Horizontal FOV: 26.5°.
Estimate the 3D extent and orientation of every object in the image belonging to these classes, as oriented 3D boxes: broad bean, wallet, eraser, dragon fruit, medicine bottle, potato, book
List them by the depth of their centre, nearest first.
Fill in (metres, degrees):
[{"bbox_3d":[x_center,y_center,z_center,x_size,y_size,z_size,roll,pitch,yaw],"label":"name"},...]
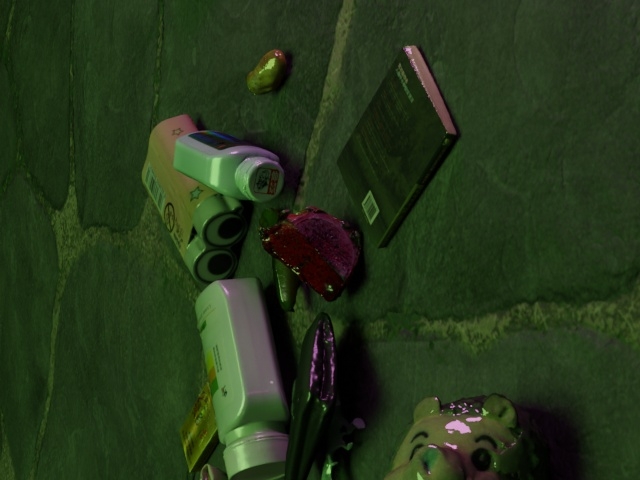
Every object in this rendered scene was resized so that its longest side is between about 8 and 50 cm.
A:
[{"bbox_3d":[0.096,-0.120,1.770,0.228,0.024,0.160,-59,41,43],"label":"book"},{"bbox_3d":[0.000,0.000,1.878,0.147,0.096,0.102,44,151,-5],"label":"dragon fruit"},{"bbox_3d":[-0.021,0.234,1.891,0.245,0.052,0.168,105,170,-46],"label":"wallet"},{"bbox_3d":[-0.058,0.017,2.031,0.061,0.046,0.195,102,157,-44],"label":"broad bean"},{"bbox_3d":[-0.116,0.215,2.068,0.161,0.111,0.296,122,138,-60],"label":"medicine bottle"},{"bbox_3d":[-0.079,-0.255,2.079,0.092,0.046,0.045,-43,37,39],"label":"potato"},{"bbox_3d":[-0.133,-0.112,2.092,0.229,0.121,0.083,29,114,58],"label":"medicine bottle"},{"bbox_3d":[-0.217,-0.068,2.292,0.290,0.087,0.171,56,140,47],"label":"eraser"}]

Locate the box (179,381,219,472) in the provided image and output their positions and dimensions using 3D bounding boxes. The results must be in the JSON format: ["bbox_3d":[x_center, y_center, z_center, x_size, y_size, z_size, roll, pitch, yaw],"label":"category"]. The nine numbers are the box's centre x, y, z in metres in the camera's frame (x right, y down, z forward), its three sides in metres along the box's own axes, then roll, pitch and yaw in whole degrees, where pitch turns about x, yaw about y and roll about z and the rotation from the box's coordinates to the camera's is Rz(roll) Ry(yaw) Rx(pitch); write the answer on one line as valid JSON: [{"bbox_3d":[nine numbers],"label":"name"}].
[{"bbox_3d":[-0.200,0.319,2.313,0.156,0.022,0.089,-58,42,44],"label":"box"}]

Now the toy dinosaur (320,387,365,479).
[{"bbox_3d":[0.015,0.256,1.901,0.187,0.044,0.106,-109,31,-41],"label":"toy dinosaur"}]

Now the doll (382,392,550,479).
[{"bbox_3d":[0.150,0.337,1.458,0.247,0.247,0.349,-4,72,62],"label":"doll"}]

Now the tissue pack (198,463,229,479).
[{"bbox_3d":[-0.179,0.600,2.094,0.375,0.195,0.390,-115,37,-50],"label":"tissue pack"}]
